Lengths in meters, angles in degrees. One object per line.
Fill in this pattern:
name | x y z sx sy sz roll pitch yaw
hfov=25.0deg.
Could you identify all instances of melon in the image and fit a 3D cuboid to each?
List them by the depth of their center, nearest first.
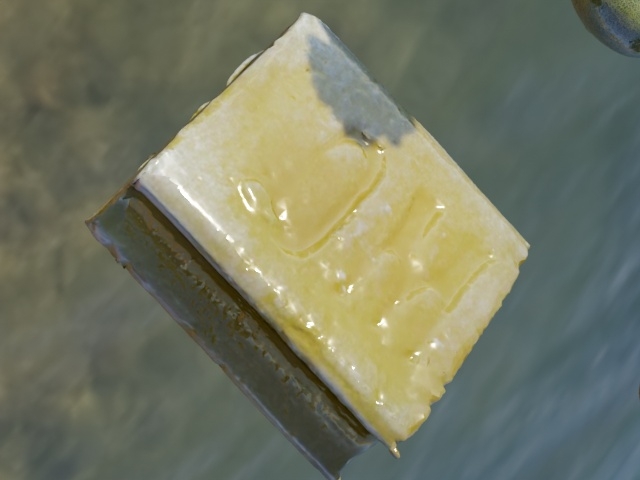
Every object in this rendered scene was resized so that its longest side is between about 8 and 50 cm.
melon | 0.320 -0.247 1.507 0.162 0.099 0.099 21 102 -46

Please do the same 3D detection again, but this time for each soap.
soap | 0.000 0.000 1.318 0.293 0.335 0.156 -48 -172 -36

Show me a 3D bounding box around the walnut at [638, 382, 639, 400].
walnut | 0.542 0.180 1.794 0.277 0.252 0.313 35 68 -17
